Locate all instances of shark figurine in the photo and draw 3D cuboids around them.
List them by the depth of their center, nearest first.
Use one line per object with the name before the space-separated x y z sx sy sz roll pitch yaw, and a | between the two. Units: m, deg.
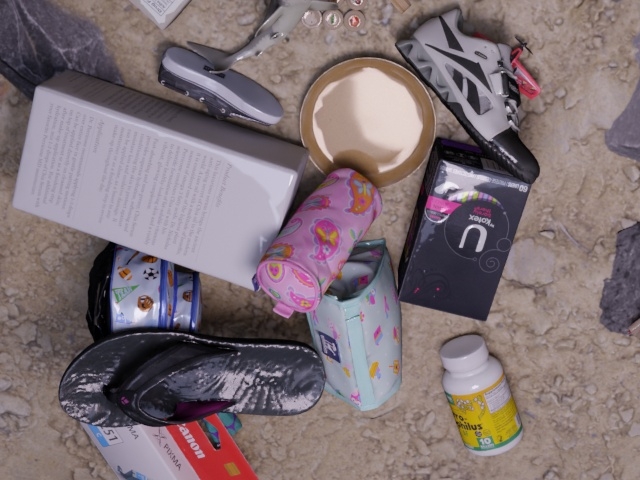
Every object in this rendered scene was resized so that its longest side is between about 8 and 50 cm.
shark figurine | -0.091 -0.384 1.785 0.278 0.166 0.116 -38 69 43

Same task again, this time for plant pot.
plant pot | 0.082 -0.204 1.860 0.236 0.032 0.236 2 110 4

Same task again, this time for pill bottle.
pill bottle | 0.294 0.286 1.988 0.118 0.117 0.208 -17 109 11

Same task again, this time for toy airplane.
toy airplane | 0.298 -0.277 1.814 0.151 0.028 0.151 3 102 13

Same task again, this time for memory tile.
memory tile | 0.025 -0.425 1.789 0.113 0.012 0.148 6 112 2

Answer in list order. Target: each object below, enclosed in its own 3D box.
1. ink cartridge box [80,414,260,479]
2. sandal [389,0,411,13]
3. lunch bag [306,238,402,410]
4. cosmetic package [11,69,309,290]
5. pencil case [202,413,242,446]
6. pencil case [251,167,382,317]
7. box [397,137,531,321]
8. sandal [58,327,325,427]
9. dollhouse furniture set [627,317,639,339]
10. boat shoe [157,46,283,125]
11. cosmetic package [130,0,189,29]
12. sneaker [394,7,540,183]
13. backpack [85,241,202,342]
ink cartridge box | -0.297 0.404 2.070 0.261 0.066 0.296 -20 110 32
sandal | 0.040 -0.441 1.727 0.079 0.088 0.240 -42 107 12
lunch bag | 0.061 0.147 1.875 0.160 0.262 0.223 -7 112 7
cosmetic package | -0.272 -0.108 1.842 0.453 0.161 0.230 20 111 2
pencil case | -0.217 0.321 2.070 0.070 0.064 0.151 -24 107 23
pencil case | 0.000 0.000 1.789 0.124 0.284 0.124 17 135 18
box | 0.244 -0.020 1.859 0.165 0.143 0.270 13 112 -2
sandal | -0.209 0.232 1.772 0.446 0.107 0.167 -3 104 -10
dollhouse furniture set | 0.677 0.200 1.942 0.129 0.129 0.184 -42 132 18
boat shoe | -0.177 -0.248 1.843 0.229 0.080 0.076 25 127 -8
cosmetic package | -0.205 -0.511 1.721 0.160 0.113 0.309 43 109 -11
sneaker | 0.272 -0.244 1.732 0.146 0.122 0.330 -38 74 6
backpack | -0.313 0.133 1.903 0.213 0.276 0.263 -6 117 -11
